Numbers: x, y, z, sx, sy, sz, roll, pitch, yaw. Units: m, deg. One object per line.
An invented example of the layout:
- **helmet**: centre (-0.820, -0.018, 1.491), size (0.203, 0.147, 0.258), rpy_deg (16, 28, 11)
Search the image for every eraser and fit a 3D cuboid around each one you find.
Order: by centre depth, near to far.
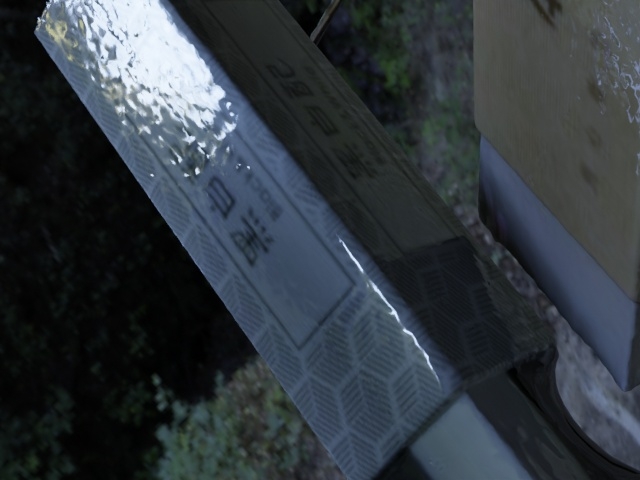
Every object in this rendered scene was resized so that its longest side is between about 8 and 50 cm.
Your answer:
- **eraser**: centre (0.125, -0.100, 0.564), size (0.078, 0.343, 0.144), rpy_deg (-22, 47, -15)
- **eraser**: centre (0.000, 0.000, 0.725), size (0.404, 0.096, 0.098), rpy_deg (53, 126, 19)

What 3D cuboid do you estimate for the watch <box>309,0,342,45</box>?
- **watch**: centre (-0.048, -0.265, 1.292), size (0.268, 0.164, 0.102), rpy_deg (-65, 12, 4)
